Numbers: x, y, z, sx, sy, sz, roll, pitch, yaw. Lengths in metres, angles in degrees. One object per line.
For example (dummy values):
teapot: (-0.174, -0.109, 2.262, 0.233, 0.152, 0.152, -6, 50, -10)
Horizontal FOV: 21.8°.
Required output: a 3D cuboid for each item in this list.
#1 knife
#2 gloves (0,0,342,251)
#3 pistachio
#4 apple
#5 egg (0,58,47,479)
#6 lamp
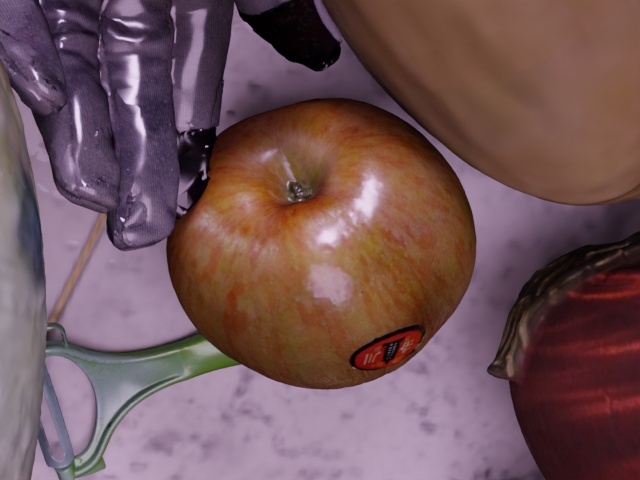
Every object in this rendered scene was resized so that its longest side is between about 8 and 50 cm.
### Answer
knife: (-0.049, 0.050, 0.740, 0.166, 0.022, 0.078, -18, 121, -10)
gloves: (-0.069, -0.131, 0.565, 0.142, 0.119, 0.286, -3, 117, 3)
pistachio: (0.068, -0.134, 0.636, 0.293, 0.181, 0.162, 56, 47, -25)
apple: (0.000, -0.002, 0.681, 0.126, 0.126, 0.102, -28, 136, -6)
egg: (-0.258, 0.059, 0.500, 0.345, 0.345, 0.428, 32, 82, -26)
lamp: (0.147, 0.085, 0.745, 0.151, 0.215, 0.223, 18, 70, -51)
